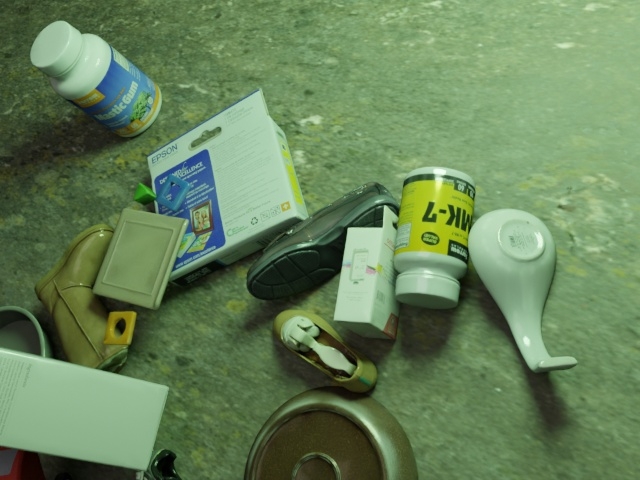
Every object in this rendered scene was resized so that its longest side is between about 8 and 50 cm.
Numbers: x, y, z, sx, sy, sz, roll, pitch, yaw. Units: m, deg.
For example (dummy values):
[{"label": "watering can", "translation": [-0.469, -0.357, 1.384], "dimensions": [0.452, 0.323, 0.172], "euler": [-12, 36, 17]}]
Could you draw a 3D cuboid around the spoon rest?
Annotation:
[{"label": "spoon rest", "translation": [0.304, 0.072, 1.052], "dimensions": [0.137, 0.084, 0.276], "euler": [-4, 59, -6]}]

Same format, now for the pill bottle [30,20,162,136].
[{"label": "pill bottle", "translation": [-0.486, -0.350, 1.532], "dimensions": [0.152, 0.272, 0.152], "euler": [-11, 66, 25]}]

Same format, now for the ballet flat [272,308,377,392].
[{"label": "ballet flat", "translation": [-0.004, 0.173, 1.182], "dimensions": [0.232, 0.073, 0.080], "euler": [27, 84, 34]}]

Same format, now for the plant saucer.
[{"label": "plant saucer", "translation": [0.001, 0.382, 1.111], "dimensions": [0.311, 0.050, 0.310], "euler": [-10, 66, 23]}]

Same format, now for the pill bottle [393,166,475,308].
[{"label": "pill bottle", "translation": [0.181, -0.002, 1.128], "dimensions": [0.119, 0.119, 0.208], "euler": [0, 70, 28]}]

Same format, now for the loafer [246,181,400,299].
[{"label": "loafer", "translation": [0.000, 0.000, 1.248], "dimensions": [0.303, 0.109, 0.095], "euler": [-31, 39, 7]}]

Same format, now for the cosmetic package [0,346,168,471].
[{"label": "cosmetic package", "translation": [-0.472, 0.276, 1.193], "dimensions": [0.197, 0.366, 0.155], "euler": [-20, 54, 60]}]

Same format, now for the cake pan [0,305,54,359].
[{"label": "cake pan", "translation": [-0.684, 0.287, 1.509], "dimensions": [0.293, 0.054, 0.293], "euler": [-11, 66, 24]}]

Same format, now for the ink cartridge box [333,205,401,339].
[{"label": "ink cartridge box", "translation": [0.088, 0.053, 1.158], "dimensions": [0.067, 0.115, 0.198], "euler": [0, 69, 28]}]

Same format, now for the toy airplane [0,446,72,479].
[{"label": "toy airplane", "translation": [-0.530, 0.580, 1.175], "dimensions": [0.384, 0.272, 0.386], "euler": [37, 75, 15]}]

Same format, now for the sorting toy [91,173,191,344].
[{"label": "sorting toy", "translation": [-0.343, 0.038, 1.365], "dimensions": [0.196, 0.047, 0.347], "euler": [9, 75, 34]}]

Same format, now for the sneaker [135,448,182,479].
[{"label": "sneaker", "translation": [-0.279, 0.441, 1.225], "dimensions": [0.075, 0.063, 0.170], "euler": [-24, 56, 25]}]

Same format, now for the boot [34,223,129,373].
[{"label": "boot", "translation": [-0.454, 0.133, 1.438], "dimensions": [0.236, 0.089, 0.269], "euler": [-47, 58, 11]}]

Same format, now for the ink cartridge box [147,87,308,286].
[{"label": "ink cartridge box", "translation": [-0.194, -0.104, 1.402], "dimensions": [0.304, 0.072, 0.307], "euler": [-26, 59, 19]}]
